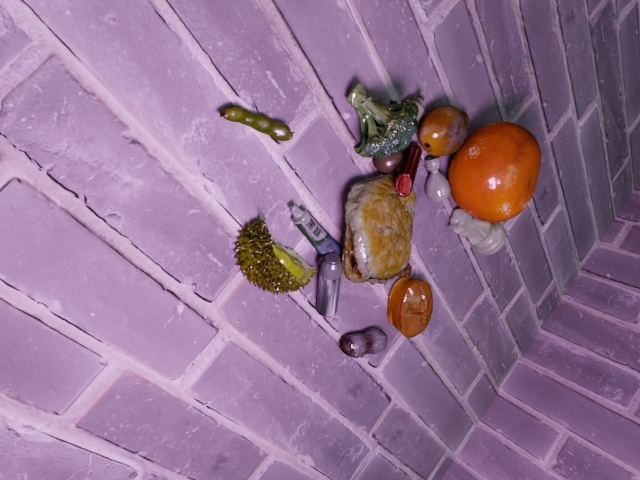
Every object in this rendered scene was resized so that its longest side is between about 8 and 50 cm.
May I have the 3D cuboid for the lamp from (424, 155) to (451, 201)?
[{"bbox_3d":[0.470,-0.247,1.963,0.106,0.106,0.193,-28,116,-28],"label":"lamp"}]

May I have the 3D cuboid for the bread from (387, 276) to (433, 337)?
[{"bbox_3d":[0.390,0.286,2.082,0.195,0.142,0.270,-17,119,-34],"label":"bread"}]

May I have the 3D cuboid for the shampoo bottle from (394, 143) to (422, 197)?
[{"bbox_3d":[0.326,-0.268,1.770,0.260,0.064,0.102,-64,159,-47],"label":"shampoo bottle"}]

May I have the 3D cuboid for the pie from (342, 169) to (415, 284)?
[{"bbox_3d":[0.209,-0.049,1.780,0.395,0.180,0.419,-8,102,-49],"label":"pie"}]

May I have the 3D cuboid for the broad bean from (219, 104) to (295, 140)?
[{"bbox_3d":[-0.183,-0.343,1.411,0.256,0.053,0.052,10,138,-41],"label":"broad bean"}]

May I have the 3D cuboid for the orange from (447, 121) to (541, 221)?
[{"bbox_3d":[0.713,-0.281,1.998,0.423,0.326,0.425,-26,125,-46],"label":"orange"}]

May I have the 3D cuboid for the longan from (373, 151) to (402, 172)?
[{"bbox_3d":[0.243,-0.298,1.753,0.113,0.113,0.092,-52,138,-11],"label":"longan"}]

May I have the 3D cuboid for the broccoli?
[{"bbox_3d":[0.198,-0.405,1.603,0.254,0.269,0.269,-52,132,-17],"label":"broccoli"}]

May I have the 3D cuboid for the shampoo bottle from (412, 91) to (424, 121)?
[{"bbox_3d":[0.331,-0.465,1.771,0.079,0.079,0.162,37,82,-42],"label":"shampoo bottle"}]

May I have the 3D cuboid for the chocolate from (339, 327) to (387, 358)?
[{"bbox_3d":[0.184,0.421,1.987,0.247,0.110,0.110,-6,111,-41],"label":"chocolate"}]

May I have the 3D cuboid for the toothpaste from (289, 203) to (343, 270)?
[{"bbox_3d":[0.000,0.000,1.693,0.099,0.061,0.392,-48,133,-8],"label":"toothpaste"}]

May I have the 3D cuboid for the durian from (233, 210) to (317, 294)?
[{"bbox_3d":[-0.151,0.074,1.590,0.352,0.158,0.169,45,43,-41],"label":"durian"}]

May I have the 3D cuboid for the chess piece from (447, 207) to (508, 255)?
[{"bbox_3d":[0.707,-0.068,2.217,0.298,0.175,0.176,33,85,-30],"label":"chess piece"}]

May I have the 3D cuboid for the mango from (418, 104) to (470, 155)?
[{"bbox_3d":[0.490,-0.432,1.883,0.316,0.146,0.193,-28,125,-46],"label":"mango"}]

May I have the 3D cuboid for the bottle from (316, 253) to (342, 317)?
[{"bbox_3d":[0.026,0.162,1.746,0.079,0.095,0.254,-42,147,-47],"label":"bottle"}]
